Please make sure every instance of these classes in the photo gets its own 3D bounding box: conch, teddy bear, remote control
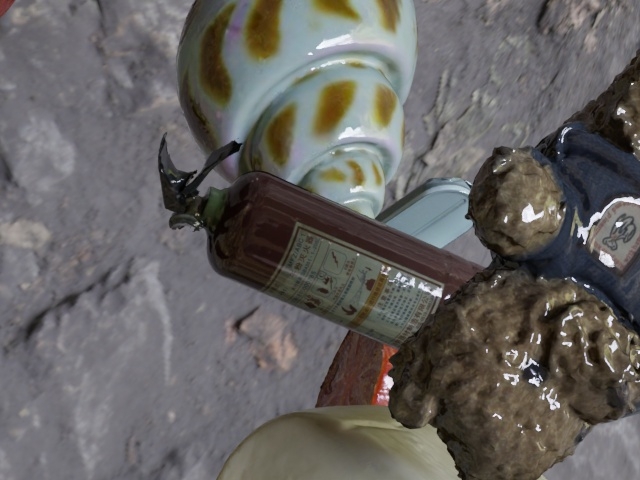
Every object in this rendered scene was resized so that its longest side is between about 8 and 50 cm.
[{"bbox_3d":[-0.008,-0.150,1.174,0.249,0.197,0.367,-18,82,-5],"label":"conch"},{"bbox_3d":[0.134,-0.002,0.534,0.251,0.129,0.182,-46,113,5],"label":"teddy bear"},{"bbox_3d":[0.119,-0.009,1.801,0.247,0.052,0.104,-34,129,24],"label":"remote control"}]

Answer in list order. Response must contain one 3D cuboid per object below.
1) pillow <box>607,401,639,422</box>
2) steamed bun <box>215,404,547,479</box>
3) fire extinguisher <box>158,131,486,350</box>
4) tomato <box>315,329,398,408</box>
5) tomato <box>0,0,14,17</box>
[{"bbox_3d":[0.427,0.204,1.684,0.136,0.091,0.055,-19,90,-14],"label":"pillow"},{"bbox_3d":[0.067,0.196,0.646,0.250,0.200,0.154,40,103,25],"label":"steamed bun"},{"bbox_3d":[0.000,0.000,0.758,0.231,0.071,0.099,25,140,-15],"label":"fire extinguisher"},{"bbox_3d":[0.079,0.238,1.946,0.095,0.236,0.236,20,115,-21],"label":"tomato"},{"bbox_3d":[-0.149,-0.129,0.358,0.170,0.309,0.309,42,114,7],"label":"tomato"}]
